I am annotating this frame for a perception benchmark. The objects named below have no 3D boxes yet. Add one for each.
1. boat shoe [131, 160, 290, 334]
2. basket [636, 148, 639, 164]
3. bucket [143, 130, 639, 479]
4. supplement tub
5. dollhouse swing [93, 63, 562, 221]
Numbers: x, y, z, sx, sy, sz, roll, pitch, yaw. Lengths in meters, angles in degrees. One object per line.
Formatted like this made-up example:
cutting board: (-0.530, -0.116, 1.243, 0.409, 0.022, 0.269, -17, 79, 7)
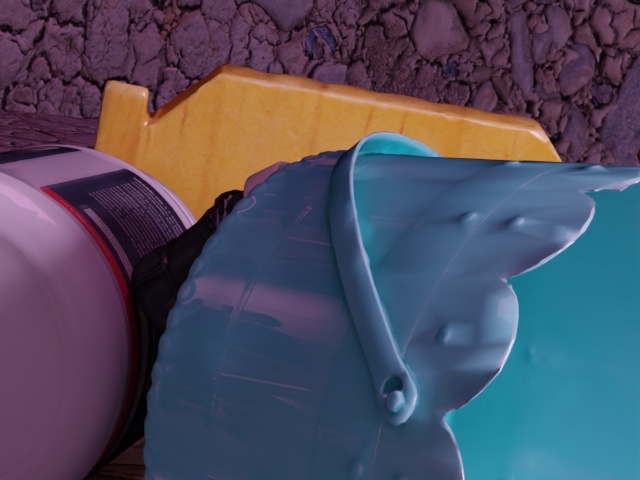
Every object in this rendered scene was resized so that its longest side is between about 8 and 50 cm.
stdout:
boat shoe: (0.007, 0.088, 1.016, 0.113, 0.127, 0.340, -24, -36, 14)
basket: (0.395, 0.013, 1.470, 0.299, 0.223, 0.213, 24, 19, 20)
bucket: (0.068, 0.086, 0.824, 0.183, 0.281, 0.281, 12, 6, 37)
supplement tub: (-0.168, 0.044, 1.031, 0.191, 0.191, 0.272, 12, 8, 9)
dollhouse swing: (0.000, 0.000, 1.349, 0.347, 0.315, 0.305, 10, 21, -7)
